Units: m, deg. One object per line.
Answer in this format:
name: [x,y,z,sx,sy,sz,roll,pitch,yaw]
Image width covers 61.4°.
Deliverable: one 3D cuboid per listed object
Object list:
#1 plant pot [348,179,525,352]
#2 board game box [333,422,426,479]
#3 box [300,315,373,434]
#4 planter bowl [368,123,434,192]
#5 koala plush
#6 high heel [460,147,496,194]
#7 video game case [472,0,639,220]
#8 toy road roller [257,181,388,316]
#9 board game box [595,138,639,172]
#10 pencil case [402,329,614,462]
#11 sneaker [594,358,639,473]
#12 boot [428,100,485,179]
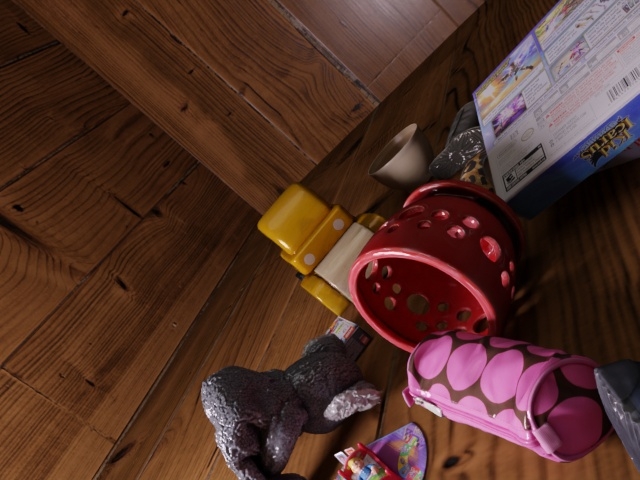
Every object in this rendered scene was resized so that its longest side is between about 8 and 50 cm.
plant pot: [0.155,0.028,0.679,0.191,0.191,0.174,-31,18,53]
board game box: [0.052,0.280,0.636,0.168,0.033,0.133,-41,15,33]
box: [-0.001,0.232,0.945,0.207,0.036,0.114,-51,13,-11]
planter bowl: [0.208,-0.182,1.285,0.162,0.109,0.162,-46,12,13]
koala plush: [-0.032,0.231,0.765,0.221,0.203,0.196,-28,25,-6]
high heel: [0.313,-0.133,0.812,0.261,0.093,0.186,-47,3,-34]
video game case: [0.321,-0.198,0.684,0.269,0.061,0.244,-48,30,43]
toy road roller: [0.000,0.000,1.152,0.202,0.240,0.329,-51,13,-5]
board game box: [0.440,-0.270,0.643,0.318,0.065,0.319,-23,48,62]
pencil case: [0.167,0.144,0.519,0.098,0.095,0.209,-25,4,-22]
sneaker: [0.257,0.141,0.247,0.131,0.112,0.319,-30,18,7]
boot: [0.328,-0.237,1.163,0.208,0.076,0.189,-50,13,-35]
